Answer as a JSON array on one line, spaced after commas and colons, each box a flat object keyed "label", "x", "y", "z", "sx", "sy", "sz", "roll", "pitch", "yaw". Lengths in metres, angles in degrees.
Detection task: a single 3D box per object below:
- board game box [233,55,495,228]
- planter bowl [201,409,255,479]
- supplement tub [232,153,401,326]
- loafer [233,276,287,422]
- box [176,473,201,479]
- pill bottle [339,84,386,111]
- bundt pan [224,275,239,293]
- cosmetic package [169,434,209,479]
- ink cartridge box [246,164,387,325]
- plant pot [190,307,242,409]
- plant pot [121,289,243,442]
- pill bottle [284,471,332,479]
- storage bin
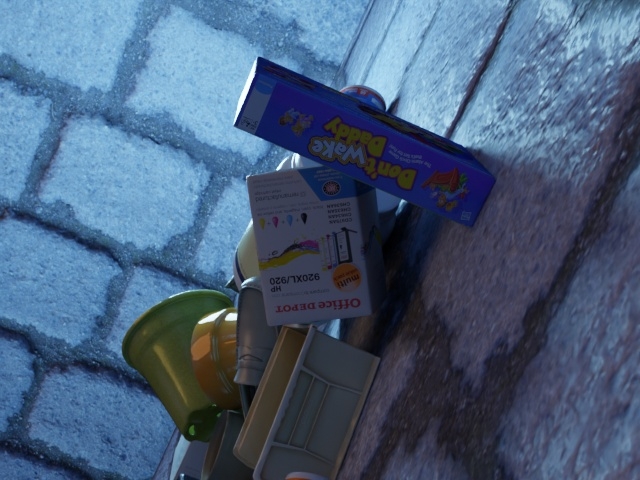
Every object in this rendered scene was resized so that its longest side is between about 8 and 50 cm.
[{"label": "board game box", "x": 0.054, "y": -0.146, "z": 1.355, "sx": 0.233, "sy": 0.347, "sz": 0.078, "roll": -98, "pitch": 32, "yaw": -74}, {"label": "planter bowl", "x": -0.168, "y": 0.436, "z": 1.971, "sx": 0.162, "sy": 0.109, "sz": 0.162, "roll": -160, "pitch": 90, "yaw": -79}, {"label": "supplement tub", "x": -0.006, "y": -0.019, "z": 1.750, "sx": 0.235, "sy": 0.235, "sz": 0.325, "roll": -76, "pitch": 13, "yaw": -46}, {"label": "loafer", "x": -0.100, "y": 0.225, "z": 1.709, "sx": 0.111, "sy": 0.112, "sz": 0.320, "roll": -27, "pitch": -70, "yaw": -56}, {"label": "box", "x": -0.208, "y": 0.596, "z": 1.553, "sx": 0.296, "sy": 0.182, "sz": 0.294, "roll": -64, "pitch": 14, "yaw": 14}, {"label": "pill bottle", "x": 0.072, "y": -0.241, "z": 2.210, "sx": 0.124, "sy": 0.124, "sz": 0.222, "roll": 126, "pitch": 164, "yaw": -54}, {"label": "bundt pan", "x": -0.071, "y": 0.021, "z": 2.225, "sx": 0.331, "sy": 0.124, "sz": 0.331, "roll": -49, "pitch": 5, "yaw": 5}, {"label": "cosmetic package", "x": -0.259, "y": 0.485, "z": 2.310, "sx": 0.225, "sy": 0.138, "sz": 0.224, "roll": -64, "pitch": 9, "yaw": 10}, {"label": "ink cartridge box", "x": 0.000, "y": 0.000, "z": 1.494, "sx": 0.168, "sy": 0.171, "sz": 0.233, "roll": -30, "pitch": -67, "yaw": -76}, {"label": "plant pot", "x": -0.124, "y": 0.221, "z": 1.931, "sx": 0.187, "sy": 0.205, "sz": 0.205, "roll": -19, "pitch": 36, "yaw": 29}, {"label": "plant pot", "x": -0.267, "y": 0.294, "z": 2.115, "sx": 0.254, "sy": 0.276, "sz": 0.276, "roll": 58, "pitch": 135, "yaw": 33}, {"label": "pill bottle", "x": -0.027, "y": 0.401, "z": 1.308, "sx": 0.086, "sy": 0.086, "sz": 0.152, "roll": 126, "pitch": 164, "yaw": -55}, {"label": "storage bin", "x": -0.032, "y": 0.275, "z": 1.538, "sx": 0.262, "sy": 0.123, "sz": 0.261, "roll": 160, "pitch": 133, "yaw": -77}]
